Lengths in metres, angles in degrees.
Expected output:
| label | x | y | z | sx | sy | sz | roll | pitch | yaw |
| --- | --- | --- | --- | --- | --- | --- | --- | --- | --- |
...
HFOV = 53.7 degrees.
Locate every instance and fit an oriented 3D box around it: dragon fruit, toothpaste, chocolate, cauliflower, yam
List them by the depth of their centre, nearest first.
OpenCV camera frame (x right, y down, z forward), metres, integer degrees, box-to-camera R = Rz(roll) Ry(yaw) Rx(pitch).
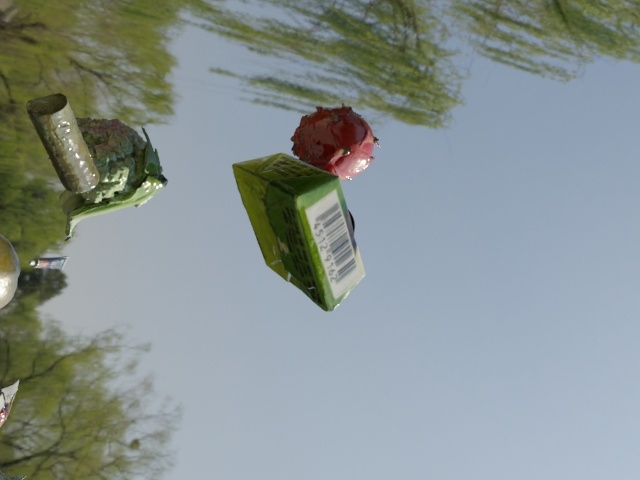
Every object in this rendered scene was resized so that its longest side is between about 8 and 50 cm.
| label | x | y | z | sx | sy | sz | roll | pitch | yaw |
| --- | --- | --- | --- | --- | --- | --- | --- | --- | --- |
| yam | -0.417 | -0.157 | 1.026 | 0.169 | 0.068 | 0.068 | 86 | -17 | -48 |
| cauliflower | -0.468 | -0.124 | 1.336 | 0.315 | 0.239 | 0.256 | -42 | -152 | 9 |
| chocolate | -0.046 | -0.035 | 1.423 | 0.289 | 0.137 | 0.301 | 30 | -38 | 51 |
| toothpaste | -0.627 | 0.051 | 1.458 | 0.021 | 0.140 | 0.037 | 30 | -86 | 11 |
| dragon fruit | 0.037 | -0.285 | 1.866 | 0.241 | 0.252 | 0.241 | -29 | -137 | 32 |

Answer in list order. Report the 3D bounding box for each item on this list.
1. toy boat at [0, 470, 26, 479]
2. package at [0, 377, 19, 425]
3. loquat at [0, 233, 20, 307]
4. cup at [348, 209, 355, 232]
| label | x | y | z | sx | sy | sz | roll | pitch | yaw |
| --- | --- | --- | --- | --- | --- | --- | --- | --- | --- |
| toy boat | -0.677 | 0.537 | 1.366 | 0.034 | 0.149 | 0.105 | -51 | -167 | 13 |
| package | -0.746 | 0.430 | 1.426 | 0.232 | 0.040 | 0.166 | -65 | -170 | -4 |
| loquat | -0.649 | 0.043 | 1.121 | 0.179 | 0.227 | 0.179 | -35 | -146 | 28 |
| cup | 0.000 | 0.000 | 2.017 | 0.279 | 0.196 | 0.196 | 102 | -24 | -58 |
